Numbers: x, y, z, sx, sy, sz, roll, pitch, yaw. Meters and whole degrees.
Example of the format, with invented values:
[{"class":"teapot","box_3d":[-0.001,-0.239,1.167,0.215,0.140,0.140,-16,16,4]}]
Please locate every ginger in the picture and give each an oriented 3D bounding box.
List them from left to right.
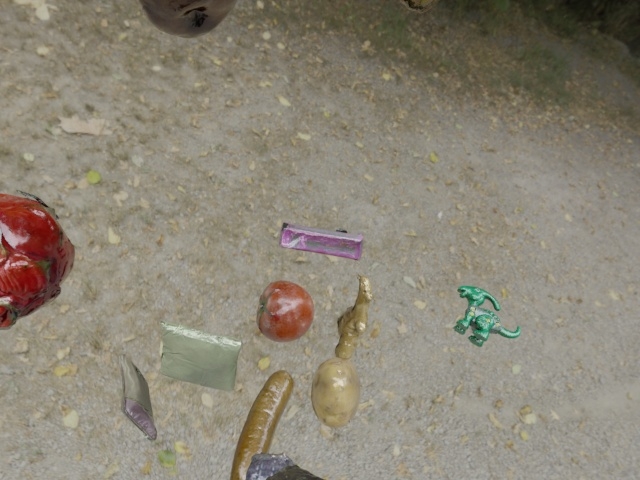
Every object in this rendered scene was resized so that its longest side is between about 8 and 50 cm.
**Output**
[{"class":"ginger","box_3d":[0.113,0.262,1.399,0.081,0.334,0.148,15,32,-9]}]

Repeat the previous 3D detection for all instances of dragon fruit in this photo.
[{"class":"dragon fruit","box_3d":[-0.467,0.020,0.609,0.193,0.192,0.274,-11,32,-3]}]

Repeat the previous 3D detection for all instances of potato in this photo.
[{"class":"potato","box_3d":[0.041,0.354,0.994,0.128,0.235,0.161,0,39,-2]}]

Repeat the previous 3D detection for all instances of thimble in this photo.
[{"class":"thimble","box_3d":[-0.120,0.597,1.011,0.097,0.150,0.150,-4,54,11]}]

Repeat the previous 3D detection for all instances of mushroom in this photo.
[{"class":"mushroom","box_3d":[-0.323,-0.629,1.001,0.267,0.255,0.267,-6,27,3]}]

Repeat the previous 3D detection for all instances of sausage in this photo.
[{"class":"sausage","box_3d":[-0.218,0.694,1.525,0.136,0.123,0.501,-3,35,21]}]

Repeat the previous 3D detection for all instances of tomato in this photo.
[{"class":"tomato","box_3d":[-0.147,0.310,1.801,0.264,0.265,0.265,9,55,-12]}]

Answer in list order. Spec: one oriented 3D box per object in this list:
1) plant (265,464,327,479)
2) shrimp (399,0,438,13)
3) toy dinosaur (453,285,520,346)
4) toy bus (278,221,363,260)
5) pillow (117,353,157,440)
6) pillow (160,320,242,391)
[{"class":"plant","box_3d":[-0.020,0.475,0.697,0.132,0.194,0.129,-4,95,-38]},{"class":"shrimp","box_3d":[0.193,-0.467,0.712,0.058,0.173,0.253,16,9,-26]},{"class":"toy dinosaur","box_3d":[0.306,0.142,0.777,0.132,0.059,0.096,31,69,20]},{"class":"toy bus","box_3d":[0.000,0.001,1.333,0.274,0.112,0.090,9,97,4]},{"class":"pillow","box_3d":[-0.427,0.360,0.971,0.038,0.131,0.232,-33,30,-12]},{"class":"pillow","box_3d":[-0.413,0.399,1.430,0.274,0.281,0.076,15,36,-1]}]
